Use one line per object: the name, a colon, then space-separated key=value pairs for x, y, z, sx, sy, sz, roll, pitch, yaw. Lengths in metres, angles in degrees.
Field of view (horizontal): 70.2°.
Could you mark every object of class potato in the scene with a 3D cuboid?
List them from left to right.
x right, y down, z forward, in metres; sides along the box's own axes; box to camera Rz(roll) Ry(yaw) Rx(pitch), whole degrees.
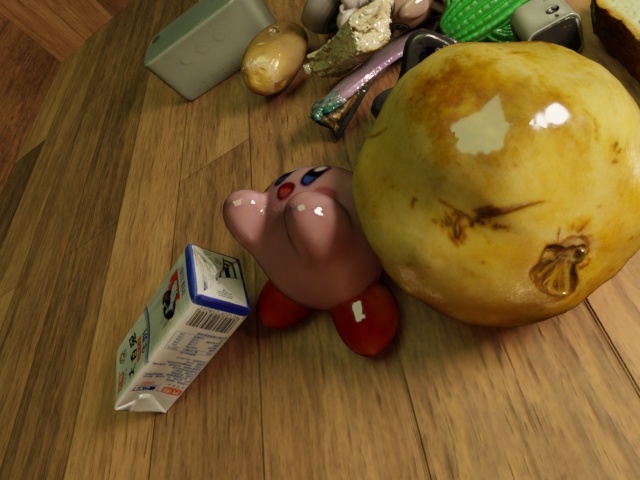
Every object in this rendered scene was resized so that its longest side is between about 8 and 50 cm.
potato: x=-0.121 y=-0.474 z=1.185 sx=0.150 sy=0.146 sz=0.234 roll=26 pitch=57 yaw=0

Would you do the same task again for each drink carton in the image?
drink carton: x=-0.252 y=0.165 z=0.801 sx=0.315 sy=0.106 sz=0.131 roll=-50 pitch=38 yaw=25

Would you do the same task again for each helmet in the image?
helmet: x=0.191 y=-0.231 z=0.733 sx=0.216 sy=0.193 sz=0.189 roll=-23 pitch=32 yaw=13

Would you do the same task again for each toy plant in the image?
toy plant: x=0.333 y=-0.426 z=0.812 sx=0.240 sy=0.088 sz=0.155 roll=0 pitch=104 yaw=28

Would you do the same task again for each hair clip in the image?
hair clip: x=0.115 y=-0.361 z=0.976 sx=0.095 sy=0.110 sz=0.359 roll=42 pitch=84 yaw=6

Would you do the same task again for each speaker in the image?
speaker: x=-0.337 y=-0.619 z=1.417 sx=0.406 sy=0.184 sz=0.183 roll=-23 pitch=48 yaw=23

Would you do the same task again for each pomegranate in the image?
pomegranate: x=0.204 y=-0.066 z=0.550 sx=0.332 sy=0.332 sz=0.333 roll=-20 pitch=50 yaw=26

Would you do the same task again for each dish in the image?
dish: x=0.093 y=-0.586 z=1.100 sx=0.273 sy=0.134 sz=0.273 roll=-45 pitch=4 yaw=4

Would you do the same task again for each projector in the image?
projector: x=0.373 y=-0.345 z=0.753 sx=0.083 sy=0.083 sz=0.082 roll=-25 pitch=48 yaw=22

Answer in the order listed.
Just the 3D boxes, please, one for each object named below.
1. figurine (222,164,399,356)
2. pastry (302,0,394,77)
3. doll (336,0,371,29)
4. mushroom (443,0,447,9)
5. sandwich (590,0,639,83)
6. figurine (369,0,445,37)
figurine: x=0.005 y=0.003 z=0.718 sx=0.269 sy=0.261 sz=0.211 roll=5 pitch=36 yaw=41
pastry: x=0.067 y=-0.416 z=0.962 sx=0.121 sy=0.089 sz=0.258 roll=-41 pitch=17 yaw=-19
doll: x=0.111 y=-0.518 z=1.021 sx=0.160 sy=0.161 sz=0.059 roll=-32 pitch=48 yaw=11
mushroom: x=0.281 y=-0.530 z=0.902 sx=0.122 sy=0.154 sz=0.154 roll=16 pitch=71 yaw=30
sandwich: x=0.549 y=-0.339 z=0.606 sx=0.301 sy=0.099 sz=0.271 roll=-26 pitch=43 yaw=25
figurine: x=0.173 y=-0.491 z=0.932 sx=0.138 sy=0.125 sz=0.125 roll=12 pitch=69 yaw=45
